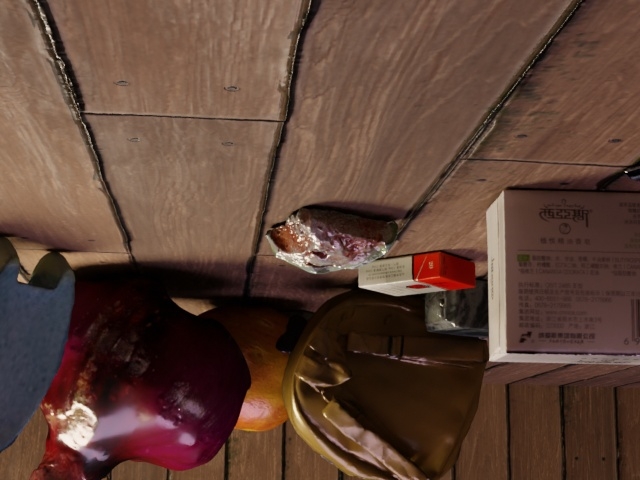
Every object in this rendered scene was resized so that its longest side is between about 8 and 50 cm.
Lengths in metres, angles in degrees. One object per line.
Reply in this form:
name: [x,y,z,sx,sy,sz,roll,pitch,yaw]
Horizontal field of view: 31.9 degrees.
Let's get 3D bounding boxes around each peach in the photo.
peach: [-0.150,0.236,2.166,0.281,0.238,0.281,11,131,13]

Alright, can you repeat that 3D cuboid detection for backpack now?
backpack: [0.110,0.244,1.977,0.378,0.353,0.201,34,166,-21]

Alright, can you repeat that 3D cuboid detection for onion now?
onion: [-0.352,0.279,1.887,0.398,0.420,0.398,25,148,17]

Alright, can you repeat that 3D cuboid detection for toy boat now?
toy boat: [-0.491,0.157,1.648,0.123,0.330,0.215,15,178,27]

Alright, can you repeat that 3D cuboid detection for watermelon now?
watermelon: [0.000,0.000,1.445,0.187,0.071,0.139,-4,163,22]

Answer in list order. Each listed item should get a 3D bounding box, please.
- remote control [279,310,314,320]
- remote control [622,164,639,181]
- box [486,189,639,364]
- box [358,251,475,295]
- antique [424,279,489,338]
remote control: [-0.010,0.188,2.382,0.123,0.038,0.285,-7,166,30]
remote control: [0.367,-0.075,1.177,0.039,0.014,0.096,11,166,-39]
box: [0.332,0.047,1.321,0.260,0.194,0.111,2,168,0]
box: [0.148,0.053,1.720,0.152,0.048,0.100,-6,168,39]
antique: [0.266,0.117,1.907,0.183,0.088,0.086,9,165,-29]
